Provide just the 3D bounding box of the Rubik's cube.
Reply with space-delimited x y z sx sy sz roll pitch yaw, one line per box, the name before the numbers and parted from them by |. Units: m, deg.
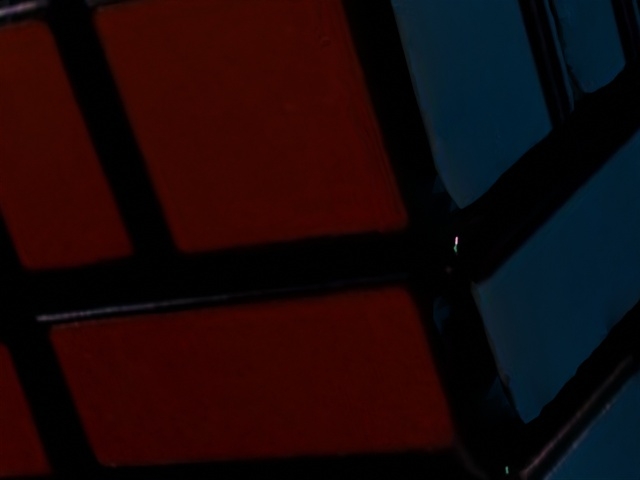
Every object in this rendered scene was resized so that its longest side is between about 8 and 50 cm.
Rubik's cube | 0.000 0.000 0.717 0.294 0.283 0.288 -3 20 35
